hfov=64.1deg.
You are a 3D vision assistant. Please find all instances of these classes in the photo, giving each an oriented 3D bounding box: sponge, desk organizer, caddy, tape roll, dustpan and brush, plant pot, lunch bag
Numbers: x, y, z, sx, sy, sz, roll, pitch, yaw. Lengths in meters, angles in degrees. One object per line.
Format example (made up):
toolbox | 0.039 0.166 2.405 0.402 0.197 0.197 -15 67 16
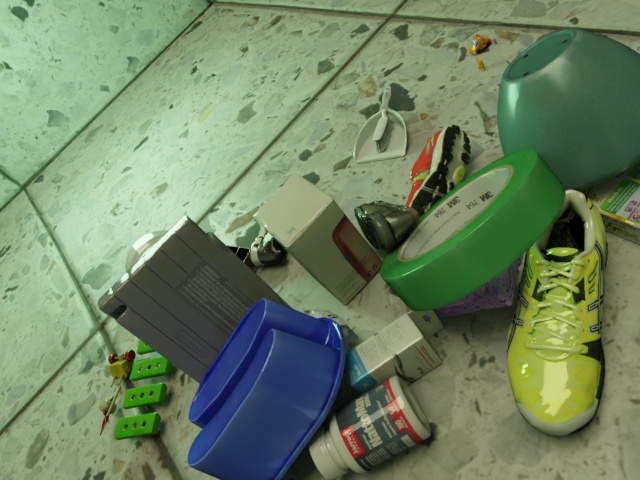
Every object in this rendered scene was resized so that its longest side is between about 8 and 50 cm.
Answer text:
sponge | 0.251 0.072 0.891 0.210 0.031 0.117 -27 34 56
desk organizer | -0.214 0.045 1.295 0.130 0.050 0.047 7 60 39
caddy | -0.087 0.273 0.897 0.341 0.179 0.241 -56 23 10
tape roll | 0.244 -0.019 0.858 0.321 0.077 0.321 -41 7 6
dustpan and brush | 0.163 -0.304 1.310 0.147 0.060 0.211 -4 54 33
plant pot | 0.433 -0.251 0.906 0.290 0.195 0.290 -37 21 17
lunch bag | 0.025 0.171 0.995 0.071 0.083 0.053 25 72 46

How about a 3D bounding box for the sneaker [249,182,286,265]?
sneaker | -0.087 -0.040 1.261 0.106 0.078 0.234 3 61 34

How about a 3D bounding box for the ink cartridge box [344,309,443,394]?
ink cartridge box | 0.136 0.196 0.878 0.180 0.104 0.060 -36 42 6

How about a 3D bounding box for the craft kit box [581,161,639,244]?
craft kit box | 0.564 -0.116 0.874 0.250 0.061 0.246 -46 45 -6

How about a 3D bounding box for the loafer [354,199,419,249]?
loafer | 0.132 -0.036 1.036 0.084 0.096 0.267 -27 9 -1

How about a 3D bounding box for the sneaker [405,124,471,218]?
sneaker | 0.234 -0.113 1.092 0.118 0.107 0.279 -12 49 63

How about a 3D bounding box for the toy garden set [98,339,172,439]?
toy garden set | -0.432 0.347 1.203 0.203 0.049 0.244 -16 48 22

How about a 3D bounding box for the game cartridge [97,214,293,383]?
game cartridge | -0.206 0.145 0.986 0.230 0.355 0.068 -47 27 -10

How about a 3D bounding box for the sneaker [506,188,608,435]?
sneaker | 0.353 0.093 0.780 0.145 0.147 0.385 -2 56 32

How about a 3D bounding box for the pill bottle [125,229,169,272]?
pill bottle | -0.310 0.115 1.187 0.210 0.210 0.362 -50 43 -10

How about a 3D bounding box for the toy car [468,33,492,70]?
toy car | 0.414 -0.488 1.301 0.060 0.040 0.122 -23 45 18

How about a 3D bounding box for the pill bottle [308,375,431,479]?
pill bottle | 0.075 0.309 0.827 0.180 0.108 0.108 -33 43 8

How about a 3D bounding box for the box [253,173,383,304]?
box | 0.000 0.000 1.044 0.127 0.232 0.148 -46 43 -5
